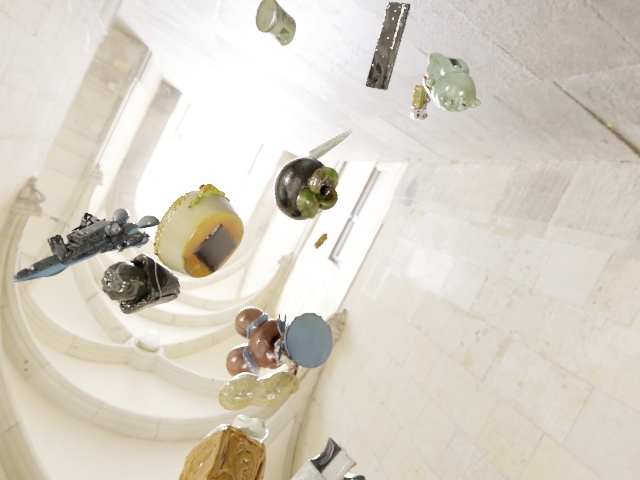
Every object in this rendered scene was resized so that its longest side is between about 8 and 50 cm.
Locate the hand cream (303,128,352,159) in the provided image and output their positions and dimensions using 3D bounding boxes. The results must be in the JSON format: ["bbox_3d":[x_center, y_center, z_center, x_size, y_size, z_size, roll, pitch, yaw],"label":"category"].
[{"bbox_3d":[0.029,-0.338,1.485,0.042,0.194,0.067,57,-169,-19],"label":"hand cream"}]

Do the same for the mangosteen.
[{"bbox_3d":[-0.047,-0.170,1.400,0.243,0.243,0.243,27,-177,-1],"label":"mangosteen"}]

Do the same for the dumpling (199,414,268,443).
[{"bbox_3d":[-0.296,0.720,1.371,0.243,0.187,0.318,-16,-170,23],"label":"dumpling"}]

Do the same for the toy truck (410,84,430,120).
[{"bbox_3d":[0.368,-0.511,1.540,0.063,0.123,0.052,2,-157,-7],"label":"toy truck"}]

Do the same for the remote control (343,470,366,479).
[{"bbox_3d":[0.079,0.866,1.537,0.072,0.042,0.222,11,161,-34],"label":"remote control"}]

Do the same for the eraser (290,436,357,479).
[{"bbox_3d":[-0.071,0.730,1.125,0.096,0.404,0.098,35,162,37],"label":"eraser"}]

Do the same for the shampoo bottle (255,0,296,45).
[{"bbox_3d":[-0.150,-0.793,1.534,0.087,0.118,0.234,18,-166,15],"label":"shampoo bottle"}]

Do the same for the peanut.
[{"bbox_3d":[-0.141,0.345,0.961,0.187,0.082,0.082,-4,-173,-6],"label":"peanut"}]

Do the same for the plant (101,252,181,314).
[{"bbox_3d":[-0.555,0.137,1.284,0.256,0.142,0.164,33,-142,-64],"label":"plant"}]

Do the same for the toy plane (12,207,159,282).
[{"bbox_3d":[-0.413,0.004,0.726,0.169,0.078,0.246,14,-157,23],"label":"toy plane"}]

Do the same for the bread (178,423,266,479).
[{"bbox_3d":[-0.203,0.493,0.859,0.149,0.143,0.158,39,-154,-22],"label":"bread"}]

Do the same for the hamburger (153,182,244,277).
[{"bbox_3d":[-0.381,-0.025,1.308,0.179,0.294,0.276,33,165,24],"label":"hamburger"}]

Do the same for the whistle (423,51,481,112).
[{"bbox_3d":[0.301,-0.377,0.984,0.102,0.106,0.253,24,-138,-32],"label":"whistle"}]

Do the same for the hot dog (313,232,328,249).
[{"bbox_3d":[0.000,0.000,1.674,0.021,0.083,0.037,18,143,45],"label":"hot dog"}]

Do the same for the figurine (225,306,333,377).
[{"bbox_3d":[-0.166,0.380,1.515,0.248,0.276,0.388,24,154,-26],"label":"figurine"}]

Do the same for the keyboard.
[{"bbox_3d":[0.189,-0.542,1.164,0.072,0.231,0.023,23,-163,27],"label":"keyboard"}]
